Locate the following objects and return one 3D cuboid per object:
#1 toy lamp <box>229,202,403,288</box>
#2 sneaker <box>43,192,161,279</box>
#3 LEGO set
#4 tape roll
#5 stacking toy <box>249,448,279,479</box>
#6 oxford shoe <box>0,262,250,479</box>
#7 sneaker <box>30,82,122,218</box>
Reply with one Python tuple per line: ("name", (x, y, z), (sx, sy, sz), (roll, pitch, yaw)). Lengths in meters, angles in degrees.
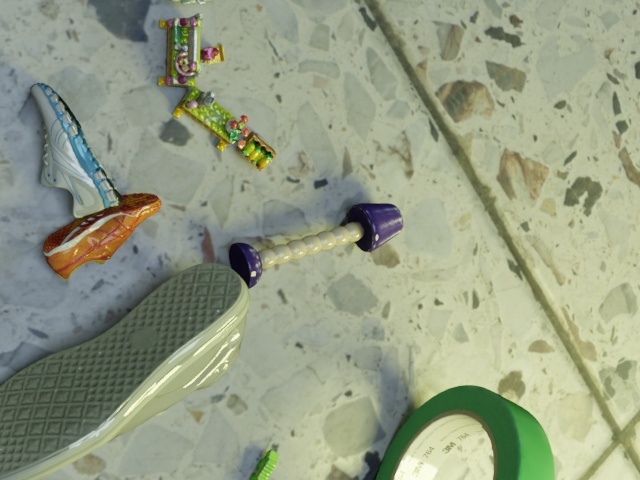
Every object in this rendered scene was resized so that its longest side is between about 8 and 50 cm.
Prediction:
("toy lamp", (0.000, 0.000, 1.528), (0.274, 0.080, 0.080), (-16, 99, -27))
("sneaker", (-0.293, -0.010, 1.386), (0.175, 0.064, 0.067), (-31, 125, -18))
("LEGO set", (-0.143, -0.221, 1.423), (0.132, 0.107, 0.287), (-24, 103, -26))
("tape roll", (0.202, 0.377, 1.512), (0.077, 0.321, 0.321), (31, 78, -26))
("stacking toy", (-0.059, 0.450, 1.526), (0.167, 0.052, 0.221), (34, 75, -25))
("oxford shoe", (-0.274, 0.199, 1.354), (0.449, 0.169, 0.130), (-35, 143, -22))
("sneaker", (-0.343, -0.114, 1.345), (0.083, 0.071, 0.191), (-28, 97, -1))
